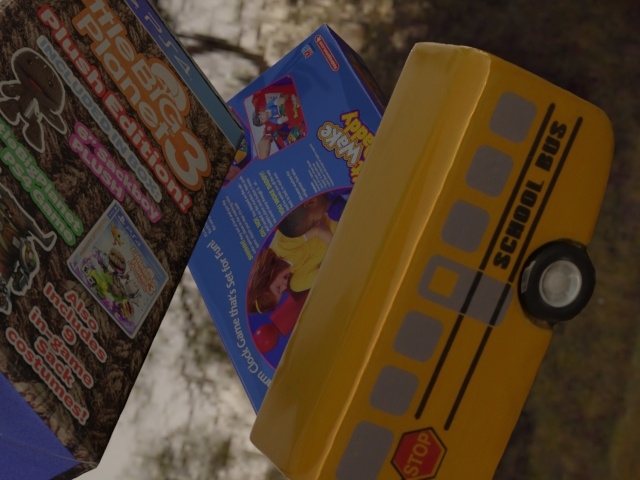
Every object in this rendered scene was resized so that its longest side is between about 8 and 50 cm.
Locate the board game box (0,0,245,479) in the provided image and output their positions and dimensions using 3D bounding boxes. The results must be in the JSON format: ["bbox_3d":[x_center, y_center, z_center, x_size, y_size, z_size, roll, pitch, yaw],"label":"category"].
[{"bbox_3d":[-0.190,0.009,0.643,0.141,0.232,0.291,54,-156,-19],"label":"board game box"}]

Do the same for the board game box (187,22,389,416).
[{"bbox_3d":[0.000,0.000,1.288,0.078,0.233,0.347,35,-158,-53],"label":"board game box"}]

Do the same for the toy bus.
[{"bbox_3d":[0.060,0.060,0.843,0.332,0.130,0.108,-67,24,2],"label":"toy bus"}]
